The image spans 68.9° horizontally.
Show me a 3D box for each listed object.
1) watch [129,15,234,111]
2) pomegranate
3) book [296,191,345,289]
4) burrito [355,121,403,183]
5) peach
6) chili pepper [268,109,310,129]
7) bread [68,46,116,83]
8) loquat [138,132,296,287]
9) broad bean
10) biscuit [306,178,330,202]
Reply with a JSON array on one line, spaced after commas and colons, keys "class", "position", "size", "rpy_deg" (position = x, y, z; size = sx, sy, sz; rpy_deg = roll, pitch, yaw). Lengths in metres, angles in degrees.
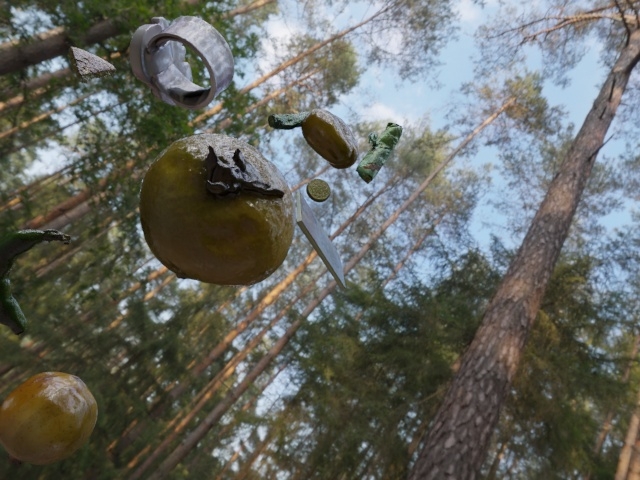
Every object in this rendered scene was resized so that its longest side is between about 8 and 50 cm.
[{"class": "watch", "position": [-0.335, -0.446, 1.207], "size": [0.231, 0.196, 0.244], "rpy_deg": [13, -41, 13]}, {"class": "pomegranate", "position": [-0.774, 0.511, 1.327], "size": [0.264, 0.264, 0.264], "rpy_deg": [26, -38, 22]}, {"class": "book", "position": [0.000, 0.000, 1.532], "size": [0.020, 0.208, 0.295], "rpy_deg": [-27, -61, 11]}, {"class": "burrito", "position": [0.196, -0.318, 1.606], "size": [0.104, 0.288, 0.054], "rpy_deg": [40, -25, -11]}, {"class": "peach", "position": [0.041, -0.372, 1.721], "size": [0.251, 0.251, 0.153], "rpy_deg": [42, -74, 0]}, {"class": "chili pepper", "position": [-0.101, -0.468, 1.821], "size": [0.098, 0.224, 0.061], "rpy_deg": [31, -54, 37]}, {"class": "bread", "position": [-0.794, -0.596, 1.569], "size": [0.136, 0.154, 0.054], "rpy_deg": [45, -54, -4]}, {"class": "loquat", "position": [-0.146, -0.045, 0.688], "size": [0.244, 0.244, 0.244], "rpy_deg": [26, -38, 22]}, {"class": "broad bean", "position": [-0.718, 0.087, 1.100], "size": [0.144, 0.292, 0.049], "rpy_deg": [25, 9, -29]}, {"class": "biscuit", "position": [-0.007, -0.167, 1.559], "size": [0.084, 0.084, 0.023], "rpy_deg": [42, -27, 0]}]
